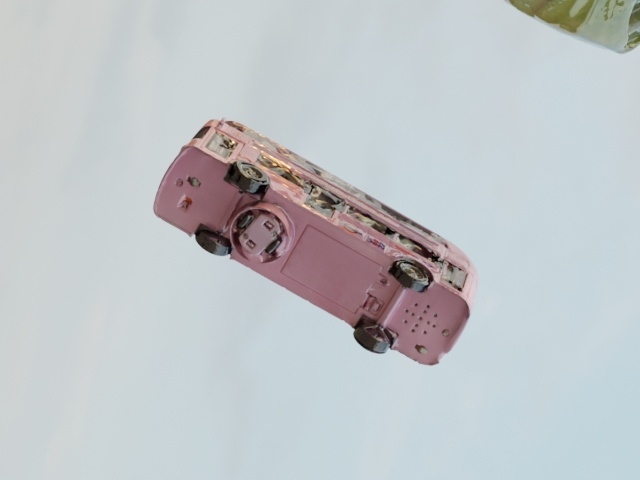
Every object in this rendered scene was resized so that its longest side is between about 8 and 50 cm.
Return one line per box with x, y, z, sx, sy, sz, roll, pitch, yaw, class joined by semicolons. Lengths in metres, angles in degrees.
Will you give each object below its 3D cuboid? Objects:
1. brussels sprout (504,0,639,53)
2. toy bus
0.190;-0.255;1.250;0.219;0.210;0.271;-122;-138;-52;brussels sprout
0.000;0.000;1.182;0.063;0.203;0.090;-59;-178;24;toy bus
